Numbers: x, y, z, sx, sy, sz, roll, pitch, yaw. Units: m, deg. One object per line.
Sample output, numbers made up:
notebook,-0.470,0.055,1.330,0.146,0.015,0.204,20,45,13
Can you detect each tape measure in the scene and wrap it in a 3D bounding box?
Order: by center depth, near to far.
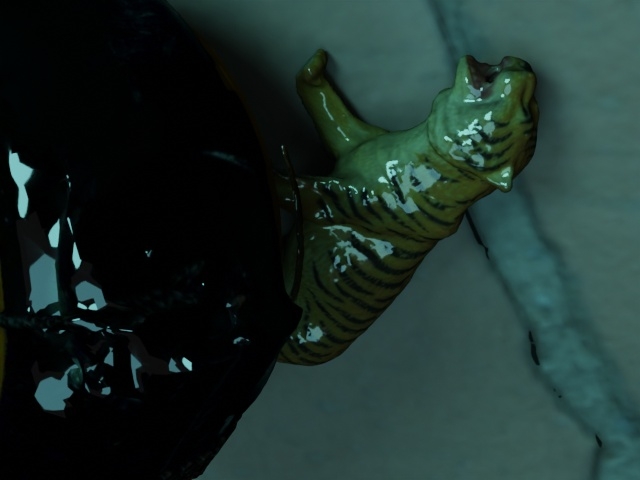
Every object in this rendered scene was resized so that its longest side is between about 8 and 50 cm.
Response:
tape measure,-0.108,-0.001,0.594,0.223,0.135,0.202,59,143,22

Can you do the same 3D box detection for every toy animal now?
toy animal,0.000,0.000,0.654,0.099,0.056,0.241,32,124,-7
